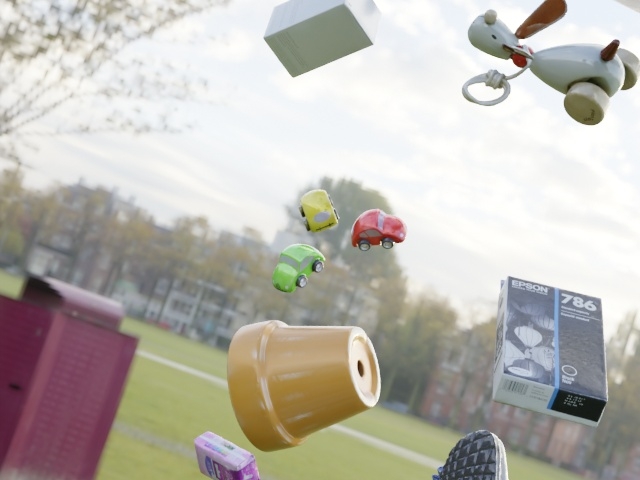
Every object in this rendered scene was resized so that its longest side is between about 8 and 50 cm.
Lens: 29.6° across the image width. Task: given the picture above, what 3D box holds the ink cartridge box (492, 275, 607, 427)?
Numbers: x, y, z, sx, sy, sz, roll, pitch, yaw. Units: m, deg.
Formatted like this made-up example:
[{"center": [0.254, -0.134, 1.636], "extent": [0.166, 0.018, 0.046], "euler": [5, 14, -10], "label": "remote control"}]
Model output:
[{"center": [0.364, 0.150, 1.921], "extent": [0.165, 0.065, 0.332], "euler": [13, 32, 1], "label": "ink cartridge box"}]

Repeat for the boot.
[{"center": [0.291, 0.476, 1.864], "extent": [0.223, 0.338, 0.118], "euler": [20, -24, -38], "label": "boot"}]

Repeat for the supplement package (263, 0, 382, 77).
[{"center": [0.004, -0.390, 2.198], "extent": [0.179, 0.105, 0.105], "euler": [-18, -53, 30], "label": "supplement package"}]

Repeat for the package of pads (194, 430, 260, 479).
[{"center": [-0.110, 0.262, 1.421], "extent": [0.083, 0.032, 0.050], "euler": [18, -50, 41], "label": "package of pads"}]

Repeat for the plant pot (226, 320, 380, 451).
[{"center": [-0.016, 0.216, 1.897], "extent": [0.188, 0.205, 0.205], "euler": [-14, -20, 22], "label": "plant pot"}]

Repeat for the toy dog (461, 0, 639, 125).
[{"center": [0.428, -0.348, 2.215], "extent": [0.334, 0.220, 0.161], "euler": [12, -36, 8], "label": "toy dog"}]

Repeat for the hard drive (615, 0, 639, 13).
[{"center": [0.535, -0.377, 1.867], "extent": [0.210, 0.040, 0.319], "euler": [20, 8, 37], "label": "hard drive"}]

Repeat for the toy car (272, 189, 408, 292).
[{"center": [0.000, 0.000, 2.066], "extent": [0.239, 0.225, 0.053], "euler": [22, -35, 40], "label": "toy car"}]

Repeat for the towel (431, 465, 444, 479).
[{"center": [0.332, 0.473, 1.996], "extent": [0.285, 0.034, 0.209], "euler": [6, -51, 37], "label": "towel"}]
